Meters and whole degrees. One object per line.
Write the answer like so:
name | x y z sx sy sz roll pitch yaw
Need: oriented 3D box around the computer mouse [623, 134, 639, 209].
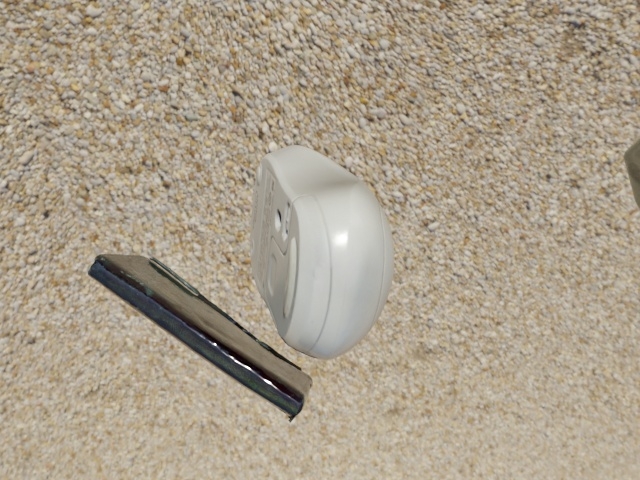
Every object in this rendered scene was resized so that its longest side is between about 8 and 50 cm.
computer mouse | 0.551 -0.015 0.670 0.145 0.429 0.228 -23 138 0

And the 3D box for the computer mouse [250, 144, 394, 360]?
computer mouse | 0.000 0.000 0.602 0.121 0.297 0.184 0 105 -14

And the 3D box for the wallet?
wallet | -0.149 0.120 0.754 0.318 0.172 0.045 35 91 5
